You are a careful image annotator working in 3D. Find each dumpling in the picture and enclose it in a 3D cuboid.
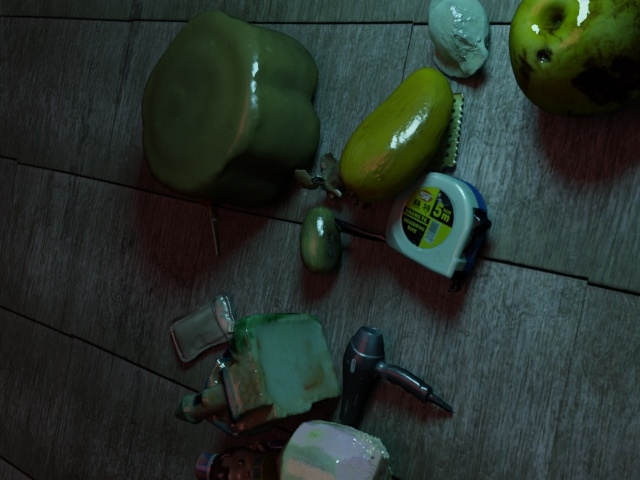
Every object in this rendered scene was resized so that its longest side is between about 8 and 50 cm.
[{"bbox_3d":[0.278,-0.446,1.595,0.153,0.108,0.219,-27,68,31],"label":"dumpling"}]

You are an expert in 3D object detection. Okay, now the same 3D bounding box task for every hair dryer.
[{"bbox_3d":[0.159,0.332,1.627,0.272,0.091,0.235,21,107,32],"label":"hair dryer"}]

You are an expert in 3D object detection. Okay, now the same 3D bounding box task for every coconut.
[{"bbox_3d":[0.018,0.505,1.633,0.245,0.233,0.233,13,93,29],"label":"coconut"}]

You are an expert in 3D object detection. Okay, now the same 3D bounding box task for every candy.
[{"bbox_3d":[-0.293,-0.056,2.016,0.060,0.060,0.201,-13,86,34],"label":"candy"}]

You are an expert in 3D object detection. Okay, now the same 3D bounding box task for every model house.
[{"bbox_3d":[-0.161,0.320,1.717,0.280,0.312,0.245,-25,74,30],"label":"model house"}]

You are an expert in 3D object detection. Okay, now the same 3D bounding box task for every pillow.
[{"bbox_3d":[-0.313,0.234,2.001,0.233,0.038,0.130,-32,71,30],"label":"pillow"}]

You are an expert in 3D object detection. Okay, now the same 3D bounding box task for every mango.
[{"bbox_3d":[0.168,-0.218,1.578,0.331,0.142,0.195,-50,38,-1],"label":"mango"}]

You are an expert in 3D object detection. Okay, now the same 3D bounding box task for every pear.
[{"bbox_3d":[0.475,-0.354,1.347,0.284,0.283,0.283,-4,83,36],"label":"pear"}]

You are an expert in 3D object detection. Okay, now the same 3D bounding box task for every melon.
[{"bbox_3d":[0.000,0.000,1.758,0.099,0.099,0.162,-4,81,36],"label":"melon"}]

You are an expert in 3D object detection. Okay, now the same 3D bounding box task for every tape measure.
[{"bbox_3d":[0.198,-0.057,1.624,0.351,0.098,0.215,30,104,37],"label":"tape measure"}]

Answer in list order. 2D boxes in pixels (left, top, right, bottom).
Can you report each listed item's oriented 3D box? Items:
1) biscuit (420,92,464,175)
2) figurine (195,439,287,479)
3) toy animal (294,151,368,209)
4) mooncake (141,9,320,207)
[{"bbox_3d":[0.245,-0.225,1.652,0.144,0.016,0.203,5,87,37],"label":"biscuit"},{"bbox_3d":[-0.176,0.557,1.795,0.275,0.158,0.161,-21,64,32],"label":"figurine"},{"bbox_3d":[0.058,-0.156,1.747,0.214,0.094,0.186,-42,67,17],"label":"toy animal"},{"bbox_3d":[-0.225,-0.314,1.853,0.467,0.262,0.467,-6,81,39],"label":"mooncake"}]
